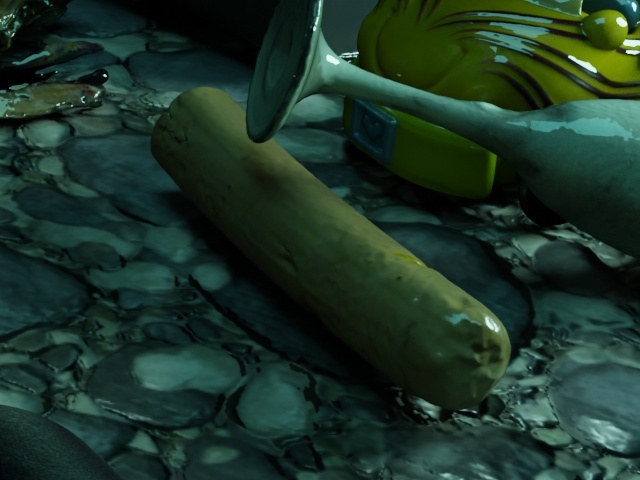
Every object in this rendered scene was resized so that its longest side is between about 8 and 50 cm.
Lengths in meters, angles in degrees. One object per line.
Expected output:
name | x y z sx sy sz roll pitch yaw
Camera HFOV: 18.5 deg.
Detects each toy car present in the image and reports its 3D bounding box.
toy car | 0.138 -0.114 1.231 0.247 0.142 0.200 -10 30 -34

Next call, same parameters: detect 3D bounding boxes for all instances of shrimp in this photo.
shrimp | -0.196 -0.131 1.289 0.152 0.046 0.219 16 30 21

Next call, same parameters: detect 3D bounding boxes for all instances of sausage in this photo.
sausage | 0.000 0.002 1.039 0.065 0.066 0.301 -7 30 -29

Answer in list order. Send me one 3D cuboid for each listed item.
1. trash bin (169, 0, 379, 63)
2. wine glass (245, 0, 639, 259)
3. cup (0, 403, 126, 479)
trash bin | -0.043 -0.246 1.431 0.209 0.182 0.290 -15 39 -42
wine glass | 0.134 -0.028 1.003 0.309 0.096 0.264 18 14 -16
cup | -0.073 0.172 0.619 0.166 0.239 0.177 -45 34 -6
